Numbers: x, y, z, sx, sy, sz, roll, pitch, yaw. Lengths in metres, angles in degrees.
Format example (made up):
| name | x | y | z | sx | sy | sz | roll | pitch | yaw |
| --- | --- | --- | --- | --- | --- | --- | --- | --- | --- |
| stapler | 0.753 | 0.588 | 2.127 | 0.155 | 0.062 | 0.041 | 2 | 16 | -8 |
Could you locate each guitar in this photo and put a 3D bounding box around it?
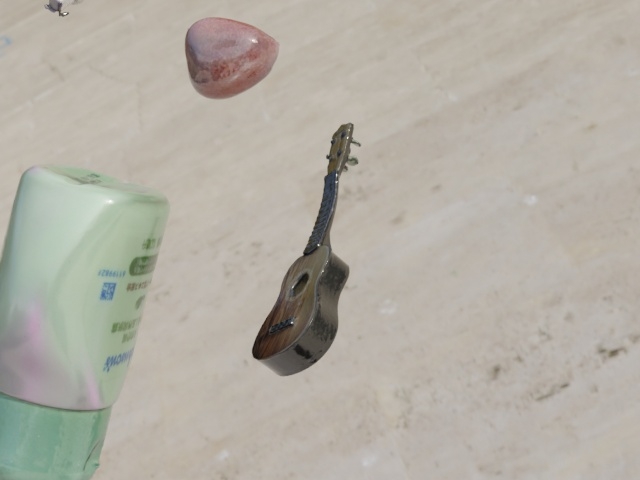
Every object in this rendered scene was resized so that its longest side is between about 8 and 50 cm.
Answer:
| name | x | y | z | sx | sy | sz | roll | pitch | yaw |
| --- | --- | --- | --- | --- | --- | --- | --- | --- | --- |
| guitar | 0.002 | 0.001 | 1.010 | 0.083 | 0.038 | 0.271 | -25 | 38 | 43 |

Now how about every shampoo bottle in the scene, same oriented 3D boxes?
| name | x | y | z | sx | sy | sz | roll | pitch | yaw |
| --- | --- | --- | --- | --- | --- | --- | --- | --- | --- |
| shampoo bottle | -0.273 | 0.103 | 1.154 | 0.151 | 0.350 | 0.222 | 17 | 6 | 5 |

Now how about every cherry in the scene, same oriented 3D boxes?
| name | x | y | z | sx | sy | sz | roll | pitch | yaw |
| --- | --- | --- | --- | --- | --- | --- | --- | --- | --- |
| cherry | -0.123 | -0.236 | 1.402 | 0.126 | 0.106 | 0.087 | -15 | 27 | 37 |

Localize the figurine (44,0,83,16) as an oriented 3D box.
| name | x | y | z | sx | sy | sz | roll | pitch | yaw |
| --- | --- | --- | --- | --- | --- | --- | --- | --- | --- |
| figurine | -0.183 | -0.323 | 1.072 | 0.144 | 0.182 | 0.256 | 26 | 40 | 34 |
